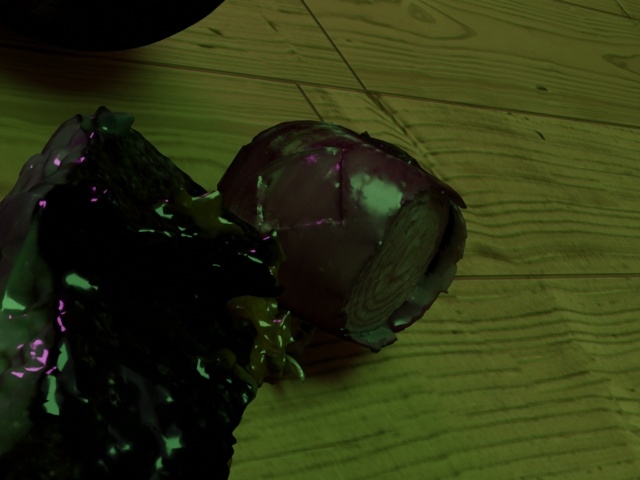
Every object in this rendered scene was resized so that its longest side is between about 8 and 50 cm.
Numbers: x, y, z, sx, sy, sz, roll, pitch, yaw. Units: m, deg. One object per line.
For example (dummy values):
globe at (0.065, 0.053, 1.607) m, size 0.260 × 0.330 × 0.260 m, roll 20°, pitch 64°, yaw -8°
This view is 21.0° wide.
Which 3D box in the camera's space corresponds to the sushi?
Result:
sushi at (-0.118, 0.071, 1.016) m, size 0.207 × 0.234 × 0.348 m, roll 33°, pitch 34°, yaw -20°

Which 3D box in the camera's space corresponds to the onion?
onion at (0.006, -0.012, 1.361) m, size 0.207 × 0.200 × 0.200 m, roll -19°, pitch 65°, yaw -46°

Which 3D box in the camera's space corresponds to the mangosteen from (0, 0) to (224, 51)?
mangosteen at (-0.199, -0.311, 1.407) m, size 0.347 × 0.307 × 0.307 m, roll 24°, pitch 16°, yaw 31°
